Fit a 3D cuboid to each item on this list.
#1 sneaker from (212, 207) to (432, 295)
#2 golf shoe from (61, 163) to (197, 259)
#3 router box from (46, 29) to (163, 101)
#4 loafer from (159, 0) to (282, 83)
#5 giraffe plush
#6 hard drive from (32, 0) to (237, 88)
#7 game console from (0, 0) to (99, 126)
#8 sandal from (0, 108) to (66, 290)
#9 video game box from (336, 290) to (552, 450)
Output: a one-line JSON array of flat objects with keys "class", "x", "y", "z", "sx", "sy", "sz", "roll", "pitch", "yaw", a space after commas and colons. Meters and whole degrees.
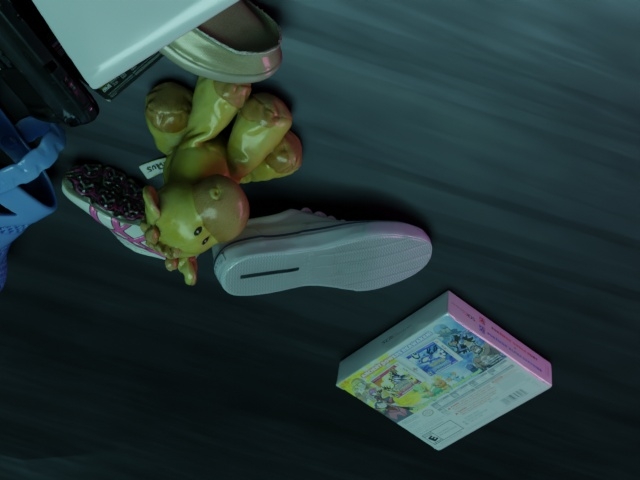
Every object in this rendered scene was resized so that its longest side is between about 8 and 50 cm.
[{"class": "sneaker", "x": 0.000, "y": 0.000, "z": 1.528, "sx": 0.258, "sy": 0.091, "sz": 0.094, "roll": -2, "pitch": 133, "yaw": -19}, {"class": "golf shoe", "x": -0.222, "y": -0.021, "z": 1.549, "sx": 0.186, "sy": 0.067, "sz": 0.086, "roll": 28, "pitch": 133, "yaw": -19}, {"class": "router box", "x": -0.214, "y": -0.211, "z": 1.380, "sx": 0.092, "sy": 0.038, "sz": 0.122, "roll": 38, "pitch": 128, "yaw": -27}, {"class": "loafer", "x": -0.144, "y": -0.247, "z": 1.289, "sx": 0.269, "sy": 0.102, "sz": 0.092, "roll": 29, "pitch": 134, "yaw": -17}, {"class": "giraffe plush", "x": -0.130, "y": -0.058, "z": 1.425, "sx": 0.181, "sy": 0.170, "sz": 0.210, "roll": 37, "pitch": 128, "yaw": -26}, {"class": "hard drive", "x": -0.125, "y": -0.317, "z": 1.175, "sx": 0.353, "sy": 0.047, "sz": 0.233, "roll": -28, "pitch": 102, "yaw": 22}, {"class": "game console", "x": -0.352, "y": -0.244, "z": 1.292, "sx": 0.213, "sy": 0.044, "sz": 0.361, "roll": 16, "pitch": 150, "yaw": 47}, {"class": "sandal", "x": -0.364, "y": -0.045, "z": 1.512, "sx": 0.138, "sy": 0.126, "sz": 0.317, "roll": 9, "pitch": 137, "yaw": -6}, {"class": "video game box", "x": 0.156, "y": 0.170, "z": 1.698, "sx": 0.187, "sy": 0.048, "sz": 0.205, "roll": 34, "pitch": 129, "yaw": -26}]
